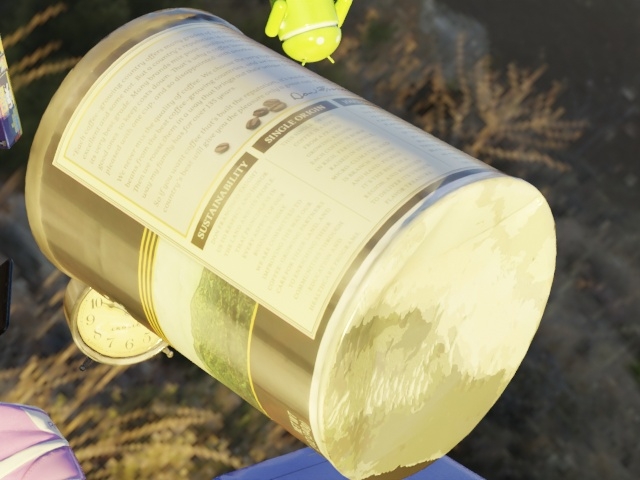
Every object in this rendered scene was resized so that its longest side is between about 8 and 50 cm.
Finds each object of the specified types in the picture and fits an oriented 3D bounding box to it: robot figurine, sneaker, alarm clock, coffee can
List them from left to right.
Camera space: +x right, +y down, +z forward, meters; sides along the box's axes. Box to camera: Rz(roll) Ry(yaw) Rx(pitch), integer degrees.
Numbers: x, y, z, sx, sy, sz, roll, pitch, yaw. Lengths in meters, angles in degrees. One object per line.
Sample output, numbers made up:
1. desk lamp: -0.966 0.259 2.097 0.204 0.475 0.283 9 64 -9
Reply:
1. sneaker: -0.377 0.246 1.517 0.282 0.102 0.161 -16 61 -29
2. alarm clock: -0.216 0.054 1.712 0.129 0.192 0.064 -7 37 -18
3. coffee can: -0.022 -0.004 0.975 0.275 0.201 0.201 32 11 35
4. robot figurine: -0.017 -0.243 1.673 0.101 0.067 0.115 -12 84 -38

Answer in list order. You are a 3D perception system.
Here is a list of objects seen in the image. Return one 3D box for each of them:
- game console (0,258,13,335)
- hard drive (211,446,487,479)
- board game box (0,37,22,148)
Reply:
1. game console: -0.396 0.104 1.906 0.122 0.071 0.107 -97 176 -46
2. hard drive: 0.081 0.248 1.258 0.210 0.040 0.318 -13 26 -36
3. board game box: -0.495 -0.212 2.136 0.048 0.141 0.170 -60 149 -50
